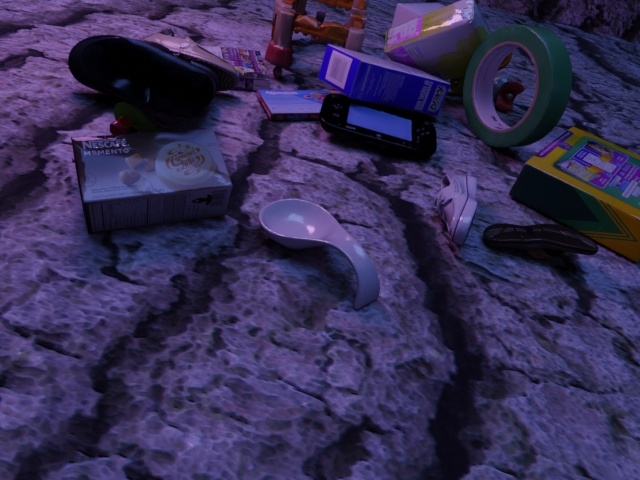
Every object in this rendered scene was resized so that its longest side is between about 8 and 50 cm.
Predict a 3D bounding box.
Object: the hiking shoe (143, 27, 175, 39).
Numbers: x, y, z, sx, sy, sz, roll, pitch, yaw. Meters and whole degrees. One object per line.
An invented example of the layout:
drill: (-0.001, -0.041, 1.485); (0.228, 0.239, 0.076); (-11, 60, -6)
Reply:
hiking shoe: (-0.475, -0.530, 1.391); (0.114, 0.086, 0.227); (-14, 46, 3)

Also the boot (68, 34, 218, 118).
boot: (-0.410, -0.356, 1.021); (0.366, 0.146, 0.445); (6, 20, -10)

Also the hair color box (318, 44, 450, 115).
hair color box: (0.186, -0.460, 1.389); (0.338, 0.110, 0.185); (-1, 32, -32)

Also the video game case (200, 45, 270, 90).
video game case: (-0.272, -0.523, 1.452); (0.210, 0.042, 0.232); (-2, 41, -17)

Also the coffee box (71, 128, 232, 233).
coffee box: (-0.302, -0.112, 0.869); (0.246, 0.098, 0.141); (-9, 63, -26)

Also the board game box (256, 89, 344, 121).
board game box: (-0.028, -0.385, 1.364); (0.281, 0.027, 0.145); (-7, 44, -22)

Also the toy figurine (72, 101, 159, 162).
toy figurine: (-0.400, -0.164, 0.954); (0.173, 0.130, 0.159); (41, 56, -3)

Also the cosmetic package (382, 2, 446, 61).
cosmetic package: (0.361, -0.706, 1.704); (0.224, 0.225, 0.138); (-21, 49, -34)

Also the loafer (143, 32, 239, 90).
loafer: (-0.344, -0.487, 1.281); (0.268, 0.102, 0.092); (17, 58, -17)

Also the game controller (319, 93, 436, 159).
game controller: (0.154, -0.304, 1.271); (0.319, 0.067, 0.166); (15, 37, -4)

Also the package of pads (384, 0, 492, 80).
package of pads: (0.371, -0.601, 1.486); (0.296, 0.229, 0.101); (-5, 68, 38)

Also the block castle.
block castle: (-0.005, -0.678, 1.590); (0.302, 0.213, 0.453); (14, 41, -4)

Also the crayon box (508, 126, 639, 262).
crayon box: (0.698, -0.134, 1.196); (0.313, 0.106, 0.363); (36, 45, 25)

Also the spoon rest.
spoon rest: (0.000, 0.000, 0.858); (0.137, 0.084, 0.276); (-24, 52, -37)

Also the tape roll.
tape roll: (0.531, -0.421, 1.326); (0.077, 0.321, 0.321); (-9, 43, -24)

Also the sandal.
sandal: (0.451, 0.010, 0.997); (0.219, 0.060, 0.090); (1, 32, 9)

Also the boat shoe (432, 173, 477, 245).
boat shoe: (0.284, -0.073, 1.030); (0.084, 0.095, 0.258); (15, 28, 10)

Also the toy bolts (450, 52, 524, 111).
toy bolts: (0.579, -0.566, 1.633); (0.228, 0.218, 0.158); (23, 30, -16)
